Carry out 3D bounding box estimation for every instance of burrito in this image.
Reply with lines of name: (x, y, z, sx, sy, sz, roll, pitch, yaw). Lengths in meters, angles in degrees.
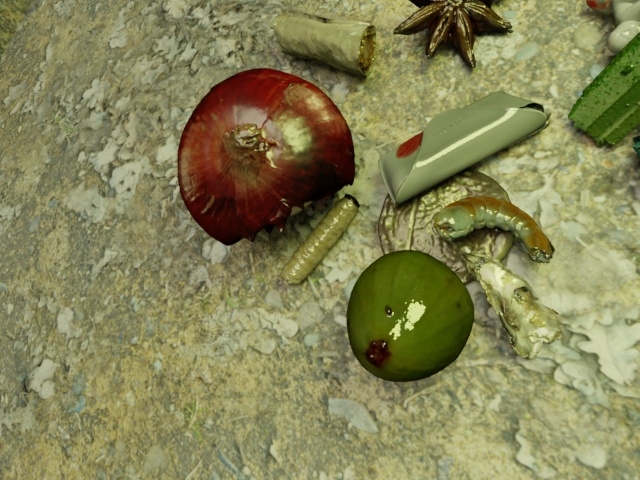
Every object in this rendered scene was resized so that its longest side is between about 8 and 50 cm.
burrito: (0.019, -0.455, 0.924, 0.299, 0.143, 0.105, 33, 121, 34)

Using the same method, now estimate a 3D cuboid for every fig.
fig: (0.131, 0.121, 0.634, 0.202, 0.225, 0.203, 5, 100, 26)

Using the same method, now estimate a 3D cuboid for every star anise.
star anise: (0.268, -0.477, 0.839, 0.271, 0.102, 0.273, 0, 90, 4)

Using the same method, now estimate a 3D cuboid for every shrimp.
shrimp: (0.274, -0.009, 0.643, 0.160, 0.049, 0.166, -20, 52, -23)

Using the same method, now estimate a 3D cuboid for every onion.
onion: (-0.104, -0.164, 0.781, 0.340, 0.341, 0.342, -8, 70, 22)

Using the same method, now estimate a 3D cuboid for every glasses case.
glasses case: (0.246, -0.187, 0.737, 0.307, 0.083, 0.128, -29, 53, 3)

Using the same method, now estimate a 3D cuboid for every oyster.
oyster: (0.306, 0.093, 0.652, 0.105, 0.061, 0.200, -17, 80, 0)

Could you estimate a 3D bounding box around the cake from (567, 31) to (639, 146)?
cake: (0.480, -0.248, 0.593, 0.100, 0.099, 0.235, 45, 129, 14)

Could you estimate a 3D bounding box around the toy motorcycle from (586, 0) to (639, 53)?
toy motorcycle: (0.547, -0.381, 0.656, 0.171, 0.110, 0.260, -44, 46, 19)

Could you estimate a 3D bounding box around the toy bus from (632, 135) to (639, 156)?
toy bus: (0.588, -0.190, 0.563, 0.128, 0.147, 0.256, 41, 94, 0)

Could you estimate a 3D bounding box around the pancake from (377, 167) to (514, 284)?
pancake: (0.226, -0.032, 0.744, 0.249, 0.031, 0.251, -7, 71, 20)

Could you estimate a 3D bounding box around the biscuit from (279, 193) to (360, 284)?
biscuit: (0.000, 0.000, 0.825, 0.055, 0.061, 0.219, 40, 91, -12)
